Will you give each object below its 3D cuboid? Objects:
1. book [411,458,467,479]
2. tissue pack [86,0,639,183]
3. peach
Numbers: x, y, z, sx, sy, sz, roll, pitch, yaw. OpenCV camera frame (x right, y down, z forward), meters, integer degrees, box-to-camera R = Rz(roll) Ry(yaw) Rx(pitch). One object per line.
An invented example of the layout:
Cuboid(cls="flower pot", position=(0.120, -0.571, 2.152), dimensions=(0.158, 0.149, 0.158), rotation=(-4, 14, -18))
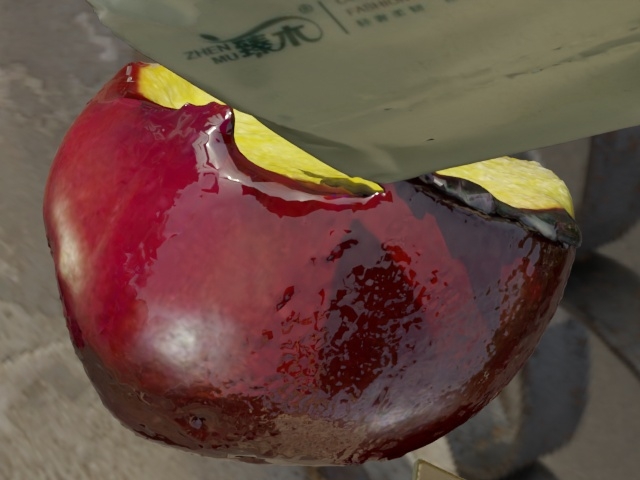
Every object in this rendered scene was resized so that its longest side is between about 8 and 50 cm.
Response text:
Cuboid(cls="book", position=(0.239, 0.398, 1.670), dimensions=(0.389, 0.032, 0.269), rotation=(27, 48, -18))
Cuboid(cls="tissue pack", position=(0.107, -0.185, 0.828), dimensions=(0.297, 0.380, 0.207), rotation=(30, 53, -56))
Cuboid(cls="peach", position=(0.000, 0.000, 1.343), dimensions=(0.416, 0.339, 0.353), rotation=(-19, 122, -7))
